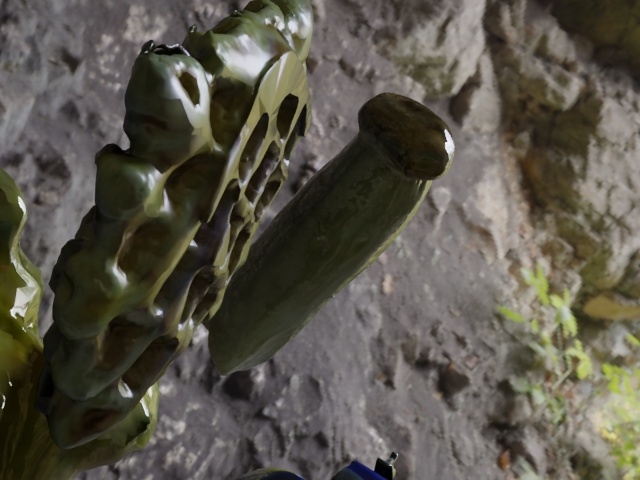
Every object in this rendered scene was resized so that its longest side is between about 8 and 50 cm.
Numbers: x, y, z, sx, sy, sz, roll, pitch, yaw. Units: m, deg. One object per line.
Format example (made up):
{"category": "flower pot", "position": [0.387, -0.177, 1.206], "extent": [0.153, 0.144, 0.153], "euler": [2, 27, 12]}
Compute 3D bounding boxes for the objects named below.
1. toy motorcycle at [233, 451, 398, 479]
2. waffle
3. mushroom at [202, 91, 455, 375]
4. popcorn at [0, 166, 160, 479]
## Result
{"category": "toy motorcycle", "position": [0.031, 0.192, 0.551], "extent": [0.169, 0.315, 0.113], "euler": [40, 68, -15]}
{"category": "waffle", "position": [-0.060, -0.010, 0.442], "extent": [0.054, 0.204, 0.223], "euler": [28, 28, 5]}
{"category": "mushroom", "position": [0.000, 0.000, 0.811], "extent": [0.081, 0.312, 0.100], "euler": [19, 36, -35]}
{"category": "popcorn", "position": [-0.274, 0.137, 0.528], "extent": [0.274, 0.335, 0.279], "euler": [31, 36, 15]}
